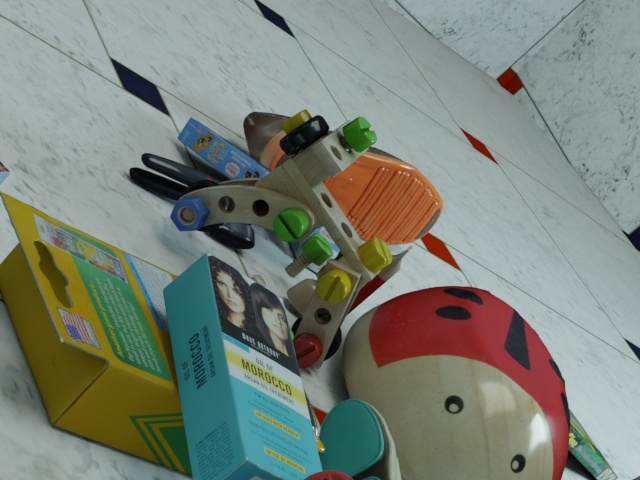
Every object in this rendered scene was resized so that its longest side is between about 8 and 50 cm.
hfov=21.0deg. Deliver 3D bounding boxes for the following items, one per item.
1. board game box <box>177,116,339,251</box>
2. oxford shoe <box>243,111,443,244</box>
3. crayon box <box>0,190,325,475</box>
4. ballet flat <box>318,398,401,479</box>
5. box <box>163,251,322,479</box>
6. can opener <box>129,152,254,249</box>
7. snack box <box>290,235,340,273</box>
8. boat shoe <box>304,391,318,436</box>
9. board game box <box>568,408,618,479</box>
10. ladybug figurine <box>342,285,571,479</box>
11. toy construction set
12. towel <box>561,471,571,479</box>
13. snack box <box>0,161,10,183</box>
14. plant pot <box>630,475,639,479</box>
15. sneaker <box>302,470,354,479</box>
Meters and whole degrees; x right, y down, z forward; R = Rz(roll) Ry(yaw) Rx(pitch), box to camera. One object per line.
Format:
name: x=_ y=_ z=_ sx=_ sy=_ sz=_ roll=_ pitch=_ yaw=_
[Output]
board game box: x=-0.072 y=-0.072 z=2.178 sx=0.160 sy=0.039 sz=0.211 roll=34 pitch=1 yaw=-37
oxford shoe: x=0.038 y=-0.100 z=2.474 sx=0.363 sy=0.130 sz=0.133 roll=27 pitch=16 yaw=-44
crayon box: x=-0.162 y=0.101 z=1.546 sx=0.323 sy=0.083 sz=0.203 roll=29 pitch=21 yaw=-42
ballet flat: x=0.048 y=0.253 z=1.697 sx=0.086 sy=0.086 sz=0.248 roll=36 pitch=19 yaw=-22
box: x=-0.065 y=0.128 z=1.458 sx=0.100 sy=0.060 sz=0.244 roll=33 pitch=27 yaw=-35
can opener: x=-0.142 y=-0.056 z=2.039 sx=0.186 sy=0.059 sz=0.073 roll=32 pitch=20 yaw=-34
snack box: x=0.000 y=0.000 z=2.275 sx=0.100 sy=0.037 sz=0.141 roll=32 pitch=19 yaw=-31
boat shoe: x=-0.054 y=0.139 z=1.723 sx=0.073 sy=0.073 sz=0.207 roll=22 pitch=27 yaw=-48
board game box: x=0.320 y=0.236 z=2.345 sx=0.260 sy=0.030 sz=0.136 roll=45 pitch=12 yaw=-51
ladybug figurine: x=0.175 y=0.175 z=2.016 sx=0.305 sy=0.162 sz=0.449 roll=40 pitch=16 yaw=-9
toy construction set: x=0.015 y=-0.012 z=1.947 sx=0.257 sy=0.237 sz=0.309 roll=57 pitch=19 yaw=24
towel: x=0.325 y=0.352 z=2.190 sx=0.152 sy=0.023 sz=0.113 roll=50 pitch=19 yaw=17
snack box: x=-0.400 y=-0.107 z=1.533 sx=0.207 sy=0.070 sz=0.174 roll=45 pitch=16 yaw=12
plant pot: x=0.412 y=0.370 z=1.978 sx=0.190 sy=0.284 sz=0.284 roll=7 pitch=17 yaw=3
sneaker: x=0.010 y=0.297 z=1.360 sx=0.128 sy=0.087 sz=0.221 roll=108 pitch=-23 yaw=-76
